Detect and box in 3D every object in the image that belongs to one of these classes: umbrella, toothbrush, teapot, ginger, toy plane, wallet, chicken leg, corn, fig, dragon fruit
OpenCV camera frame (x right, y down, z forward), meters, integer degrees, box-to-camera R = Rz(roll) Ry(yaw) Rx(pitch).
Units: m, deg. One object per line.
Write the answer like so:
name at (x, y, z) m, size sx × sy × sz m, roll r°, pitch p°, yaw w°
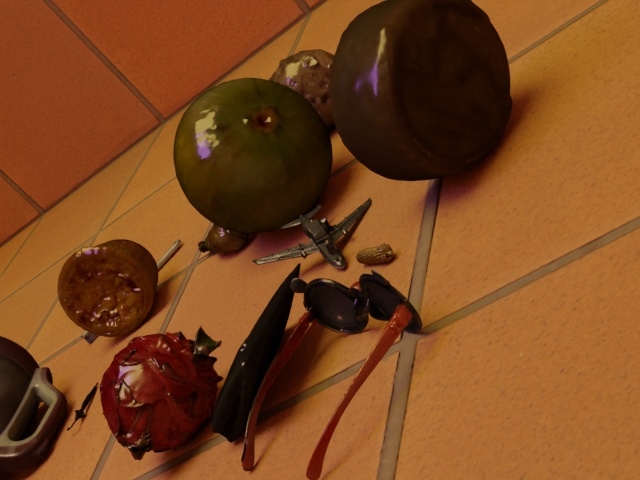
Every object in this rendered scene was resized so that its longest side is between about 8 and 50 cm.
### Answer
umbrella at (-0.445, 0.311, 2.015) m, size 0.022 × 0.022 × 0.149 m, roll -37°, pitch 16°, yaw 30°
toothbrush at (-0.414, 0.107, 2.344) m, size 0.304 × 0.030 × 0.030 m, roll -48°, pitch 21°, yaw -14°
teapot at (-0.647, 0.357, 2.067) m, size 0.315 × 0.233 × 0.312 m, roll -9°, pitch 32°, yaw 6°
ginger at (-0.068, -0.255, 2.234) m, size 0.375 × 0.176 × 0.256 m, roll -52°, pitch 4°, yaw -17°
toy plane at (-0.002, -0.003, 1.751) m, size 0.226 × 0.058 × 0.226 m, roll -28°, pitch 19°, yaw -6°
wallet at (-0.086, 0.153, 1.516) m, size 0.245 × 0.052 × 0.168 m, roll -64°, pitch -6°, yaw -50°
chicken leg at (-0.196, -0.007, 2.127) m, size 0.093 × 0.070 × 0.178 m, roll -48°, pitch 10°, yaw -29°
corn at (0.081, 0.021, 1.588) m, size 0.027 × 0.028 × 0.083 m, roll -31°, pitch 11°, yaw -31°
fig at (-0.130, -0.142, 1.978) m, size 0.316 × 0.316 × 0.316 m, roll -37°, pitch 21°, yaw 17°
dragon fruit at (-0.242, 0.223, 1.588) m, size 0.172 × 0.172 × 0.209 m, roll -12°, pitch 35°, yaw 55°

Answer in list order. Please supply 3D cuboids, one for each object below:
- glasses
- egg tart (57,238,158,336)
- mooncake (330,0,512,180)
glasses at (-0.009, 0.162, 1.354) m, size 0.234 × 0.118 × 0.268 m, roll -8°, pitch 40°, yaw 56°
egg tart at (-0.427, 0.082, 2.198) m, size 0.202 × 0.202 × 0.147 m, roll -36°, pitch 13°, yaw 19°
mooncake at (0.158, -0.231, 1.590) m, size 0.155 × 0.284 × 0.284 m, roll -3°, pitch 44°, yaw 52°
